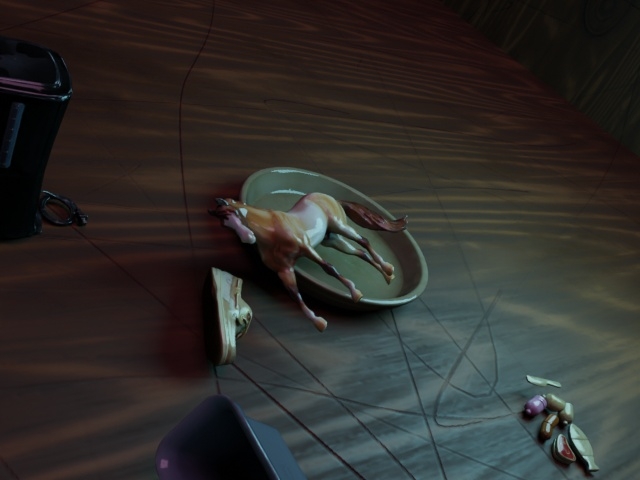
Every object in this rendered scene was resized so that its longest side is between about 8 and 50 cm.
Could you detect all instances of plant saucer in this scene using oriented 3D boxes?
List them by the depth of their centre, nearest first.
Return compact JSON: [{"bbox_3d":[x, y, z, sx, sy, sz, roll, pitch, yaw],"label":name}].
[{"bbox_3d":[0.014,-0.001,0.976,0.278,0.041,0.278,21,31,-13],"label":"plant saucer"}]

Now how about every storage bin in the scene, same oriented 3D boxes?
[{"bbox_3d":[-0.056,0.203,0.571,0.135,0.098,0.091,52,9,35],"label":"storage bin"}]

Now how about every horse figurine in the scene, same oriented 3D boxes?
[{"bbox_3d":[0.000,0.000,0.859,0.174,0.066,0.263,45,35,13],"label":"horse figurine"}]

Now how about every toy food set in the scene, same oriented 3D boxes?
[{"bbox_3d":[0.285,0.225,0.892,0.078,0.019,0.122,16,40,-22],"label":"toy food set"}]

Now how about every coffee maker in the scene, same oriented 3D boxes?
[{"bbox_3d":[-0.303,-0.101,0.713,0.120,0.178,0.171,44,33,22],"label":"coffee maker"}]

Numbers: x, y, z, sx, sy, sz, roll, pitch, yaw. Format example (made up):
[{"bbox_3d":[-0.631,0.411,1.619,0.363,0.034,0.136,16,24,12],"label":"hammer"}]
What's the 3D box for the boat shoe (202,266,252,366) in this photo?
[{"bbox_3d":[-0.094,0.076,0.755,0.045,0.050,0.135,11,34,-19],"label":"boat shoe"}]
